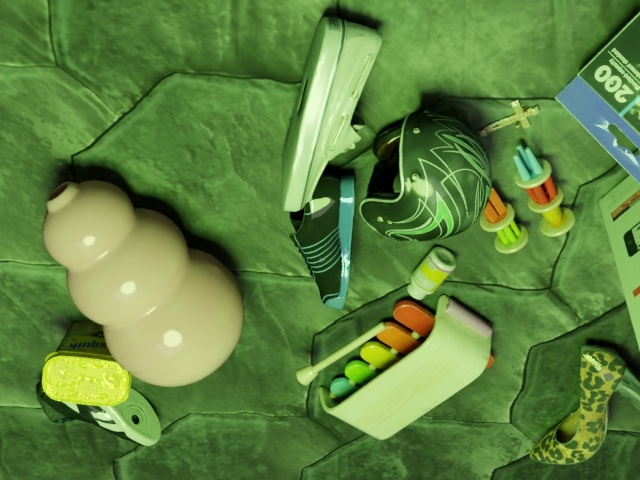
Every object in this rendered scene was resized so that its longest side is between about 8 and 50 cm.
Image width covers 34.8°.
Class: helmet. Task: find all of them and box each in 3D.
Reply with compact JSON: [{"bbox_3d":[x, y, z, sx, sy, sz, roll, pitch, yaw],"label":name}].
[{"bbox_3d":[0.140,-0.082,1.312,0.169,0.169,0.161,34,141,-27],"label":"helmet"}]

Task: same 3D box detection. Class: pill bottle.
[{"bbox_3d":[0.162,0.050,1.511,0.043,0.043,0.083,22,130,-18],"label":"pill bottle"}]

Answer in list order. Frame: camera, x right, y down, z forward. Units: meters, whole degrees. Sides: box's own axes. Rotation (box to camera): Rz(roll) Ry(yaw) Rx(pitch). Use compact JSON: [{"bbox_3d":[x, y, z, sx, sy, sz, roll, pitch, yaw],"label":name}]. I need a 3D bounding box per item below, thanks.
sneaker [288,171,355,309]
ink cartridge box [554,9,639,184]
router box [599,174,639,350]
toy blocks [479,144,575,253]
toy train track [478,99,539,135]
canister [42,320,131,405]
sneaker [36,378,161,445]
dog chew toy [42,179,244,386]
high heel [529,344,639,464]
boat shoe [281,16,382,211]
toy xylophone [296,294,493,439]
[{"bbox_3d":[0.000,0.000,1.450,0.090,0.081,0.232,4,126,1],"label":"sneaker"},{"bbox_3d":[0.419,-0.167,1.237,0.206,0.045,0.208,46,126,5],"label":"ink cartridge box"},{"bbox_3d":[0.513,-0.035,1.250,0.082,0.301,0.335,29,128,-22],"label":"router box"},{"bbox_3d":[0.268,-0.059,1.400,0.123,0.054,0.148,-22,129,19],"label":"toy blocks"},{"bbox_3d":[0.247,-0.155,1.340,0.083,0.014,0.048,-22,129,21],"label":"toy train track"},{"bbox_3d":[-0.343,0.182,1.554,0.126,0.170,0.073,7,104,-5],"label":"canister"},{"bbox_3d":[-0.381,0.287,1.727,0.121,0.079,0.217,-32,116,31],"label":"sneaker"},{"bbox_3d":[-0.255,0.050,1.427,0.206,0.206,0.332,-26,119,23],"label":"dog chew toy"},{"bbox_3d":[0.412,0.270,1.695,0.261,0.093,0.186,-35,111,32],"label":"high heel"},{"bbox_3d":[0.012,-0.150,1.292,0.088,0.096,0.267,9,117,-12],"label":"boat shoe"},{"bbox_3d":[0.113,0.201,1.626,0.322,0.081,0.236,-33,124,28],"label":"toy xylophone"}]
